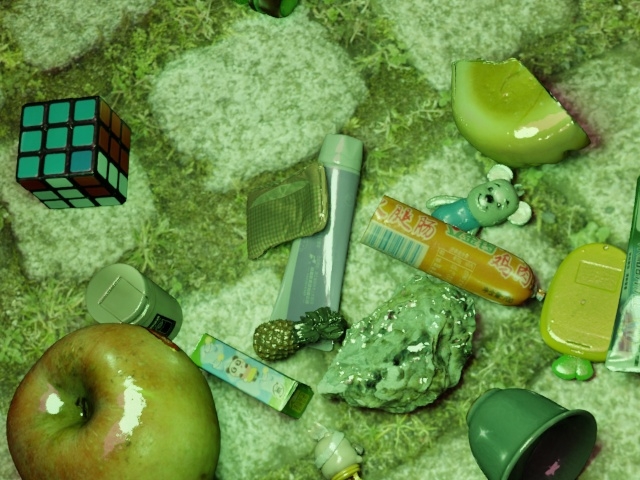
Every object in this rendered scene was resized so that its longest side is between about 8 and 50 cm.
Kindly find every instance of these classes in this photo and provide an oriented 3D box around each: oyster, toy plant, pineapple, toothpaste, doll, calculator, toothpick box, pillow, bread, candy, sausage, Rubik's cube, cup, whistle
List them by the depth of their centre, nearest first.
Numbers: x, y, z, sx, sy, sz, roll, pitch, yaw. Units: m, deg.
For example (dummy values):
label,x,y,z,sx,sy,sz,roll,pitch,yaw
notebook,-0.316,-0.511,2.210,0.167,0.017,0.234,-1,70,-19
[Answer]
label,x,y,z,sx,sy,sz,roll,pitch,yaw
cup,0.300,0.299,1.687,0.199,0.199,0.150,-46,49,-3
toothpaste,0.520,0.026,1.746,0.099,0.061,0.392,-2,61,31
calculator,0.433,0.114,1.777,0.146,0.032,0.235,13,74,19
doll,0.032,0.347,1.794,0.084,0.073,0.127,-21,68,-28
oyster,0.134,0.182,1.795,0.198,0.112,0.267,31,85,23
sausage,0.224,0.028,1.800,0.312,0.093,0.093,24,79,1
candy,-0.116,0.228,1.855,0.194,0.097,0.062,25,83,22
pineapple,-0.033,0.157,1.857,0.159,0.074,0.074,-17,68,17
bread,0.318,-0.205,1.857,0.156,0.158,0.260,-40,58,9
whistle,0.236,-0.038,1.862,0.236,0.077,0.114,-26,78,8
toothpick box,-0.320,0.115,1.902,0.111,0.180,0.111,-5,70,13
toothpaste,0.000,0.000,1.916,0.125,0.080,0.371,10,81,19
pillow,-0.061,-0.054,1.926,0.211,0.034,0.135,-23,59,41
Rubik's cube,-0.456,-0.160,2.047,0.162,0.163,0.160,-4,71,10
toy plant,-0.122,-0.488,2.105,0.162,0.093,0.093,29,81,22

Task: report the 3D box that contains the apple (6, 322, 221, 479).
label,x,y,z,sx,sy,sz,roll,pitch,yaw
apple,-0.313,0.305,1.773,0.338,0.305,0.338,-12,64,26
